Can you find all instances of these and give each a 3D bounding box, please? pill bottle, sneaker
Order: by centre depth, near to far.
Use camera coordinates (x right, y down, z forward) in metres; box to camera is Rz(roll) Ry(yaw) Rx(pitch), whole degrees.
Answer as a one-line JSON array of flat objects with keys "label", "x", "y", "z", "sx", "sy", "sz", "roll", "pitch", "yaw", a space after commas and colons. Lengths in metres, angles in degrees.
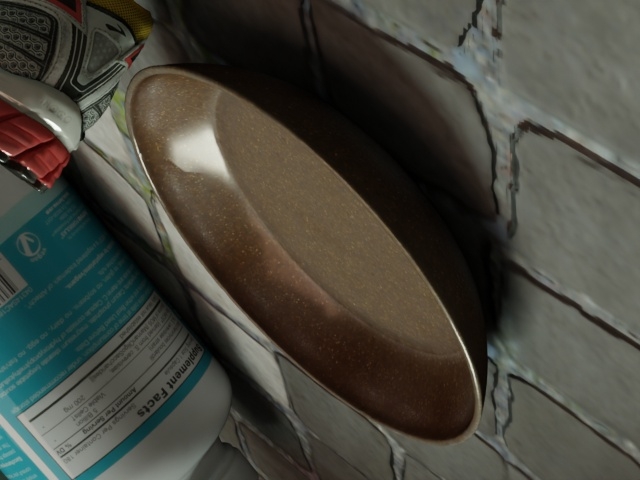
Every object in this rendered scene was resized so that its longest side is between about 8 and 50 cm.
[{"label": "sneaker", "x": -0.133, "y": -0.107, "z": 0.584, "sx": 0.088, "sy": 0.093, "sz": 0.225, "roll": 40, "pitch": -175, "yaw": -45}, {"label": "pill bottle", "x": -0.155, "y": 0.078, "z": 0.851, "sx": 0.264, "sy": 0.146, "sz": 0.146, "roll": 52, "pitch": 159, "yaw": -10}]

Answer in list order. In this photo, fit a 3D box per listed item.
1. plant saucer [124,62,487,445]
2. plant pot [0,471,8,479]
[{"label": "plant saucer", "x": 0.000, "y": 0.000, "z": 0.565, "sx": 0.198, "sy": 0.036, "sz": 0.198, "roll": 40, "pitch": 158, "yaw": 20}, {"label": "plant pot", "x": -0.259, "y": 0.372, "z": 1.377, "sx": 0.334, "sy": 0.341, "sz": 0.341, "roll": 54, "pitch": 160, "yaw": 6}]
